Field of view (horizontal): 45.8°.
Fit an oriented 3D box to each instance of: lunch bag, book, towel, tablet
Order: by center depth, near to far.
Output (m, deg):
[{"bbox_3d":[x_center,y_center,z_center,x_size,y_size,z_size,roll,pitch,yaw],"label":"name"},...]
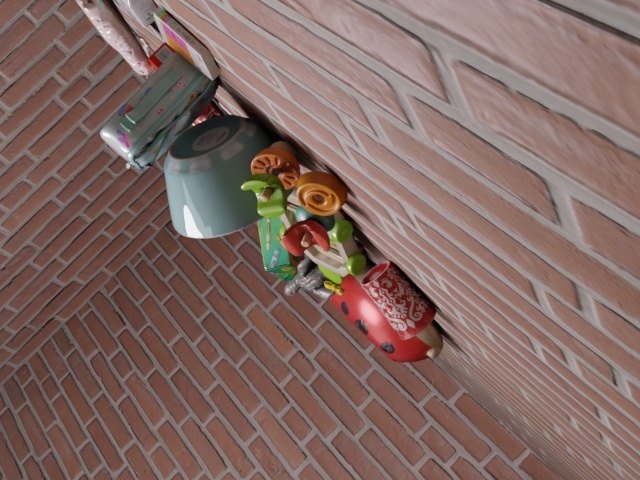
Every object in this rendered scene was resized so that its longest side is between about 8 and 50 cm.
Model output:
[{"bbox_3d":[-0.264,-0.387,1.495,0.144,0.035,0.096,44,173,16],"label":"book"},{"bbox_3d":[-0.342,-0.276,1.632,0.108,0.279,0.224,41,175,-4],"label":"lunch bag"},{"bbox_3d":[-0.520,-0.559,1.715,0.317,0.053,0.332,57,-179,13],"label":"towel"},{"bbox_3d":[-0.247,-0.340,2.016,0.054,0.006,0.083,45,177,2],"label":"tablet"}]

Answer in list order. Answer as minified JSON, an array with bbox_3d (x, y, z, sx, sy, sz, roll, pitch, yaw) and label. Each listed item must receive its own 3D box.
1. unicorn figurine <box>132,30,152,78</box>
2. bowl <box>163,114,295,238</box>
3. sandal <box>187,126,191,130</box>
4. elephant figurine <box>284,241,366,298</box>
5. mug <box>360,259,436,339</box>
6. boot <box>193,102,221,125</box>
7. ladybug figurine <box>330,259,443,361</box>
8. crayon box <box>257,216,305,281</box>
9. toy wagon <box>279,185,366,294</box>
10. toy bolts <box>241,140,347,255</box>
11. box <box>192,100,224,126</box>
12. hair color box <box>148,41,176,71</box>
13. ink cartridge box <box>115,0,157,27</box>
[{"bbox_3d":[-0.554,-0.592,2.304,0.162,0.060,0.111,61,180,11],"label":"unicorn figurine"},{"bbox_3d":[-0.219,-0.162,1.668,0.311,0.311,0.163,40,159,54],"label":"bowl"},{"bbox_3d":[-0.331,-0.337,2.343,0.120,0.086,0.303,20,-179,9],"label":"sandal"},{"bbox_3d":[0.005,0.084,2.093,0.169,0.239,0.186,43,176,29],"label":"elephant figurine"},{"bbox_3d":[0.177,0.138,1.834,0.169,0.113,0.150,49,174,-13],"label":"mug"},{"bbox_3d":[-0.271,-0.315,1.993,0.176,0.088,0.244,21,154,44],"label":"boot"},{"bbox_3d":[0.173,0.207,2.211,0.449,0.162,0.305,42,175,41],"label":"ladybug figurine"},{"bbox_3d":[-0.119,-0.034,2.236,0.165,0.081,0.278,39,-142,-67],"label":"crayon box"},{"bbox_3d":[0.000,0.000,1.894,0.267,0.068,0.344,26,153,40],"label":"toy wagon"},{"bbox_3d":[-0.016,-0.099,1.546,0.218,0.158,0.228,-4,136,27],"label":"toy bolts"},{"bbox_3d":[-0.375,-0.397,2.118,0.158,0.093,0.156,41,175,39],"label":"box"},{"bbox_3d":[-0.370,-0.434,1.830,0.043,0.072,0.141,45,177,-6],"label":"hair color box"},{"bbox_3d":[-0.417,-0.529,1.457,0.181,0.056,0.224,44,178,16],"label":"ink cartridge box"}]
